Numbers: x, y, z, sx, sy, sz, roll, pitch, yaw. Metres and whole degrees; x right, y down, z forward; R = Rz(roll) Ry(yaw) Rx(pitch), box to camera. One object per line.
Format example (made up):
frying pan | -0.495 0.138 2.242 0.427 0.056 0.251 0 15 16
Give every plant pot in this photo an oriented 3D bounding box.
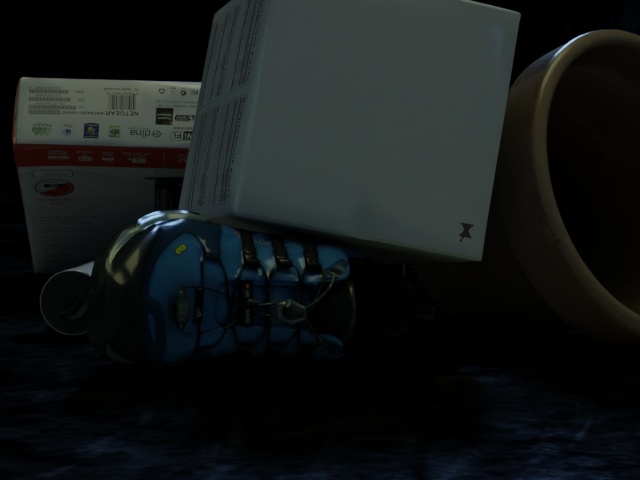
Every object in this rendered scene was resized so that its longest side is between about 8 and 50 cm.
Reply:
plant pot | 0.199 -0.022 1.389 0.263 0.263 0.229 -2 -12 -40

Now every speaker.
speaker | -0.195 0.046 1.373 0.055 0.055 0.136 2 4 5

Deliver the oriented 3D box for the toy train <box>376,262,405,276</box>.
toy train | -0.013 0.028 1.572 0.184 0.080 0.105 0 -2 -18

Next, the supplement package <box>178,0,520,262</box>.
supplement package | 0.014 -0.094 1.326 0.199 0.198 0.263 11 -4 -14

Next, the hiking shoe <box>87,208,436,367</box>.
hiking shoe | -0.042 0.034 1.169 0.132 0.113 0.304 3 4 32

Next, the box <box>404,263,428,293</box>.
box | 0.024 -0.041 1.613 0.296 0.073 0.293 1 -30 -7

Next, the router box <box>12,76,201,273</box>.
router box | -0.149 -0.060 1.742 0.335 0.082 0.301 1 -27 -5
